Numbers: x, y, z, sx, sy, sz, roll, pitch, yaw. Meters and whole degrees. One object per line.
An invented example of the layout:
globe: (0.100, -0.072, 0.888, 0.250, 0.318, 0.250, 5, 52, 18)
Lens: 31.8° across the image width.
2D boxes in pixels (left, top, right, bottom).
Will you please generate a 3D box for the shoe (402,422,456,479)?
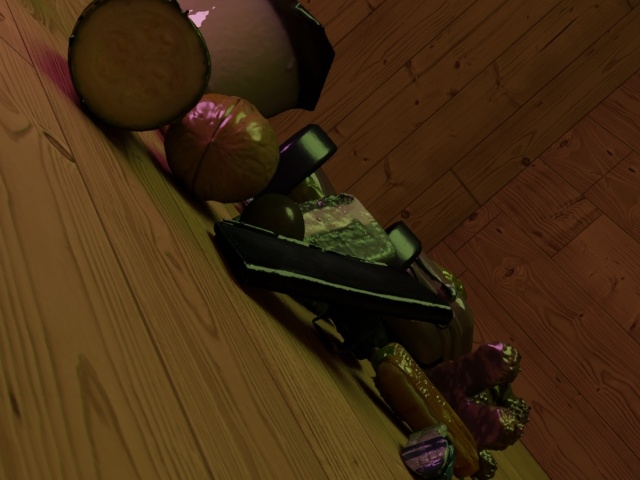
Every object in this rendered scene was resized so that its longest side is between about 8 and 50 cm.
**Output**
shoe: (0.149, 0.290, 1.484, 0.143, 0.064, 0.071, -38, 105, -81)

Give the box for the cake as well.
cake: (-0.003, 0.000, 1.783, 0.158, 0.172, 0.283, 48, 6, 26)

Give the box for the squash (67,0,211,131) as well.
squash: (-0.234, -0.245, 1.482, 0.189, 0.189, 0.260, 48, 8, -13)

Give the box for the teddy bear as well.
teddy bear: (0.298, 0.292, 1.938, 0.223, 0.246, 0.296, 13, -17, -27)

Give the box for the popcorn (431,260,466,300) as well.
popcorn: (0.236, 0.157, 2.660, 0.237, 0.205, 0.251, 34, -8, 1)

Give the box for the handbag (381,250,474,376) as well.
handbag: (0.182, 0.114, 2.297, 0.301, 0.149, 0.283, 53, -20, 26)

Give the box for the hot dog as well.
hot dog: (0.148, 0.253, 1.674, 0.250, 0.076, 0.104, 50, 11, -16)

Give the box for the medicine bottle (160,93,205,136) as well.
medicine bottle: (-0.221, -0.203, 1.857, 0.096, 0.096, 0.192, 45, 6, -37)

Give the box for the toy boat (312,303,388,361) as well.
toy boat: (0.053, 0.138, 1.708, 0.093, 0.103, 0.246, 56, -4, 18)

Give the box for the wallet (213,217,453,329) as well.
wallet: (0.011, 0.046, 1.520, 0.318, 0.045, 0.172, 14, 17, -28)

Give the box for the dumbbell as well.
dumbbell: (0.017, -0.041, 2.108, 0.322, 0.204, 0.204, 49, 4, -2)

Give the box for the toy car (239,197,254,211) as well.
toy car: (-0.117, -0.054, 1.992, 0.059, 0.035, 0.122, 49, -5, 4)

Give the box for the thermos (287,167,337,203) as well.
thermos: (-0.018, -0.063, 2.393, 0.265, 0.146, 0.176, 54, -3, -8)

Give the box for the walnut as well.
walnut: (-0.141, -0.130, 1.618, 0.165, 0.165, 0.197, 49, -4, -1)

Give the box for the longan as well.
longan: (-0.075, -0.018, 1.628, 0.106, 0.106, 0.119, 46, -3, -32)

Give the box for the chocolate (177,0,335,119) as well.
chocolate: (-0.189, -0.328, 2.103, 0.326, 0.297, 0.314, 45, -20, 6)
